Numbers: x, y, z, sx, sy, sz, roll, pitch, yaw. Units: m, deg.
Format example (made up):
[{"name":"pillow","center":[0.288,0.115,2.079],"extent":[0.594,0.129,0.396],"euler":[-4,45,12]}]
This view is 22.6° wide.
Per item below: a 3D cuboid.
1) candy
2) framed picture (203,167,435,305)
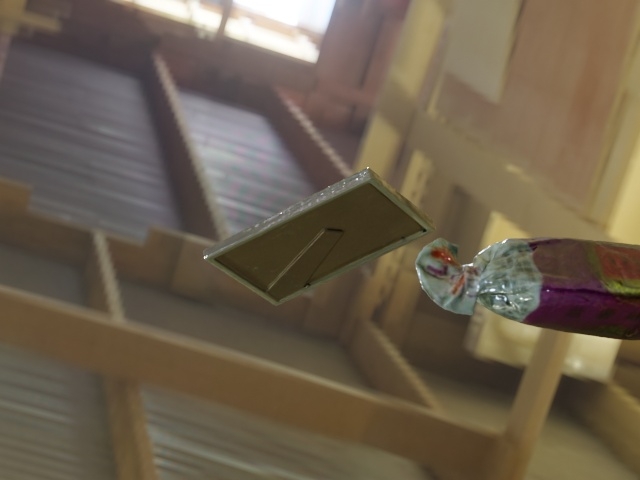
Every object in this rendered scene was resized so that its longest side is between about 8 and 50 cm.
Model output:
[{"name":"candy","center":[0.124,0.022,0.694],"extent":[0.175,0.043,0.045],"euler":[6,-138,-18]},{"name":"framed picture","center":[0.000,0.000,0.729],"extent":[0.066,0.089,0.007],"euler":[35,-145,-52]}]
